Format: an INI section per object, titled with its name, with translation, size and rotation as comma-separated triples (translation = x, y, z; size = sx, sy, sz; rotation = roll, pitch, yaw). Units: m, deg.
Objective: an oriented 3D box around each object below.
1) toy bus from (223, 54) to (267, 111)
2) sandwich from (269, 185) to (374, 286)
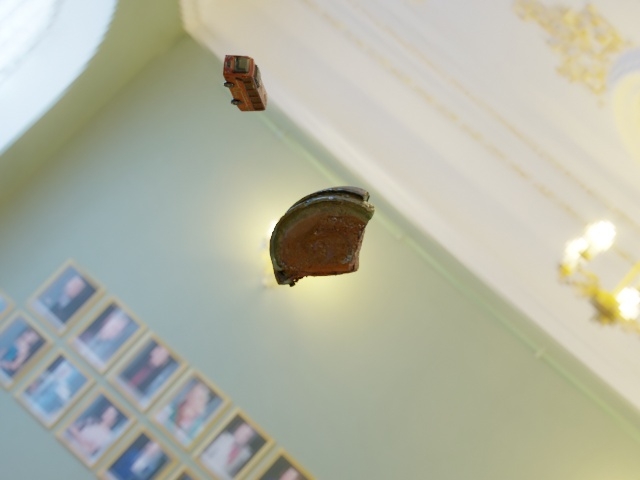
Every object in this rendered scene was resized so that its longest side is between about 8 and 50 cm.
[toy bus]
translation = -0.091, -0.190, 1.692
size = 0.043, 0.031, 0.110
rotation = 3, -18, 8
[sandwich]
translation = 0.001, -0.004, 1.095
size = 0.026, 0.101, 0.069
rotation = -15, 91, -62
